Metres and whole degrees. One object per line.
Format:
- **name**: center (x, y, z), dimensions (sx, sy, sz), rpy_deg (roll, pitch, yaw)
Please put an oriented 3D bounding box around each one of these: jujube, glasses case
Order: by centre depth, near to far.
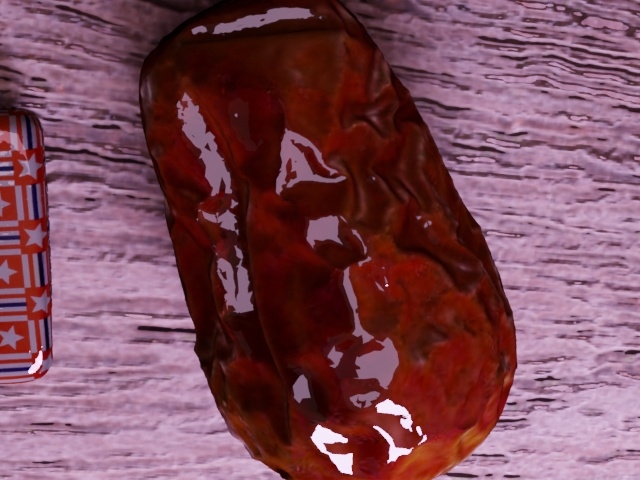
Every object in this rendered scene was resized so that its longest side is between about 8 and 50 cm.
- **jujube**: center (0.000, 0.000, 1.025), dimensions (0.216, 0.216, 0.342), rpy_deg (-20, 101, -2)
- **glasses case**: center (-0.218, 0.003, 1.056), dimensions (0.073, 0.049, 0.194), rpy_deg (-2, 112, -9)
